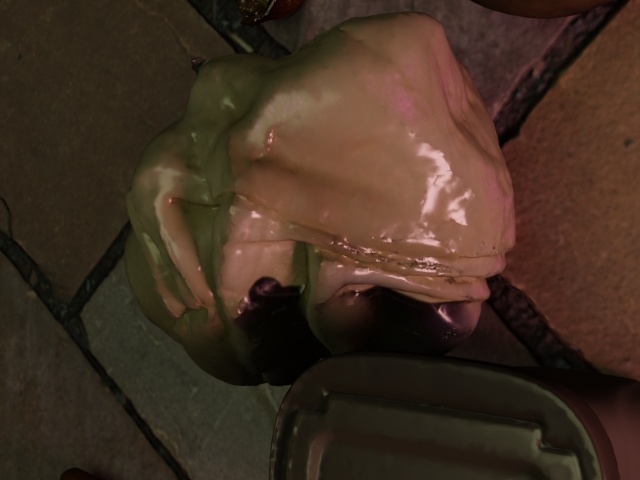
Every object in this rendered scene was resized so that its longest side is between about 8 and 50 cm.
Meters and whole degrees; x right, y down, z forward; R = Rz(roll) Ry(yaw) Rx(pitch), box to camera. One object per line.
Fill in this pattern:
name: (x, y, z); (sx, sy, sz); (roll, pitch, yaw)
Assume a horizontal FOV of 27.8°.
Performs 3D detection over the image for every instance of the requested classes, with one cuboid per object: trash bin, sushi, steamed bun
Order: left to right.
sushi: (-0.034, -0.230, 1.060); (0.061, 0.060, 0.118); (15, 96, 36)
steamed bun: (0.000, 0.000, 0.907); (0.320, 0.275, 0.206); (126, 132, -64)
trash bin: (0.122, 0.176, 0.842); (0.220, 0.250, 0.219); (7, 93, 32)

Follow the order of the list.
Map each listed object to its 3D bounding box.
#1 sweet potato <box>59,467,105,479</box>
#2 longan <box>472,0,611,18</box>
sweet potato: (-0.187, 0.247, 1.150); (0.117, 0.049, 0.049); (30, 104, 29)
longan: (0.155, -0.237, 0.893); (0.187, 0.167, 0.167); (-12, 82, 52)
